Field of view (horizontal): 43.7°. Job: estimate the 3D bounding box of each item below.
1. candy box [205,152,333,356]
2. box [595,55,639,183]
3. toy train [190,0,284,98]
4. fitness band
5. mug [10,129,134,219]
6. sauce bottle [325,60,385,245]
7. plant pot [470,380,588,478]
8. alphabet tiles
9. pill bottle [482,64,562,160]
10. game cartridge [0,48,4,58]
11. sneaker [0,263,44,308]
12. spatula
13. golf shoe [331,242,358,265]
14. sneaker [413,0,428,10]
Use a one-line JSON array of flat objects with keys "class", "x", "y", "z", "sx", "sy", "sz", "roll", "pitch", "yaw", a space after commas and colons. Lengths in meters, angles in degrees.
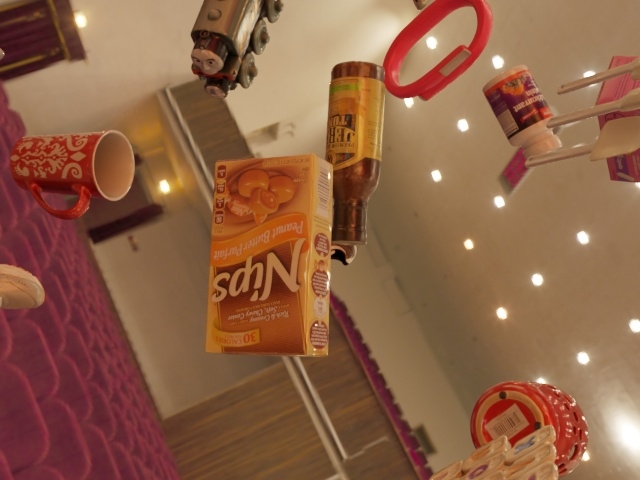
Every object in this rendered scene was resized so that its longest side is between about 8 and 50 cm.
[{"class": "candy box", "x": -0.081, "y": 0.027, "z": 1.286, "sx": 0.087, "sy": 0.183, "sz": 0.316, "roll": 22, "pitch": 68, "yaw": -63}, {"class": "box", "x": 0.614, "y": -0.193, "z": 1.349, "sx": 0.243, "sy": 0.117, "sz": 0.213, "roll": 11, "pitch": -27, "yaw": 32}, {"class": "toy train", "x": -0.184, "y": -0.471, "z": 1.683, "sx": 0.190, "sy": 0.142, "sz": 0.334, "roll": 67, "pitch": 38, "yaw": -64}, {"class": "fitness band", "x": 0.259, "y": -0.436, "z": 1.794, "sx": 0.291, "sy": 0.054, "sz": 0.209, "roll": -36, "pitch": -134, "yaw": 32}, {"class": "mug", "x": -0.410, "y": -0.114, "z": 1.274, "sx": 0.150, "sy": 0.169, "sz": 0.113, "roll": -56, "pitch": 145, "yaw": -53}, {"class": "sauce bottle", "x": 0.064, "y": -0.165, "z": 1.522, "sx": 0.111, "sy": 0.111, "sz": 0.344, "roll": 159, "pitch": -66, "yaw": -74}, {"class": "plant pot", "x": 0.389, "y": 0.361, "z": 1.509, "sx": 0.174, "sy": 0.191, "sz": 0.191, "roll": 21, "pitch": 33, "yaw": -55}, {"class": "alphabet tiles", "x": 0.166, "y": 0.322, "z": 0.958, "sx": 0.021, "sy": 0.278, "sz": 0.284, "roll": 55, "pitch": 16, "yaw": 2}, {"class": "pill bottle", "x": 0.438, "y": -0.269, "z": 1.714, "sx": 0.193, "sy": 0.108, "sz": 0.108, "roll": 63, "pitch": -16, "yaw": 5}, {"class": "game cartridge", "x": -0.593, "y": -0.291, "z": 1.034, "sx": 0.297, "sy": 0.198, "sz": 0.062, "roll": 48, "pitch": -1, "yaw": -14}, {"class": "sneaker", "x": -0.608, "y": 0.104, "z": 1.353, "sx": 0.099, "sy": 0.262, "sz": 0.121, "roll": 117, "pitch": -27, "yaw": -45}, {"class": "spatula", "x": 0.345, "y": -0.161, "z": 0.996, "sx": 0.019, "sy": 0.168, "sz": 0.242, "roll": 29, "pitch": -11, "yaw": -17}, {"class": "golf shoe", "x": 0.000, "y": 0.000, "z": 2.020, "sx": 0.077, "sy": 0.198, "sz": 0.094, "roll": 109, "pitch": -2, "yaw": -56}, {"class": "sneaker", "x": 0.213, "y": -0.578, "z": 1.865, "sx": 0.038, "sy": 0.069, "sz": 0.098, "roll": -51, "pitch": -155, "yaw": 29}]
